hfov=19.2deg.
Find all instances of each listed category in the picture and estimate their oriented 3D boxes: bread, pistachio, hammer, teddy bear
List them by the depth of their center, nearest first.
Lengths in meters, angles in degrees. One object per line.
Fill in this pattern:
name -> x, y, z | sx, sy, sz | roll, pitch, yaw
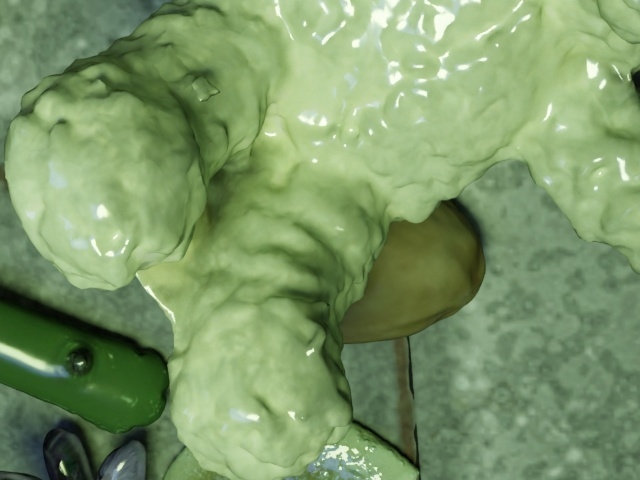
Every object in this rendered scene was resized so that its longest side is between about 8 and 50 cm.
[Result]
teddy bear -> 0.102, -0.109, 0.872 | 0.362, 0.375, 0.327 | -17, 119, 35
pistachio -> 0.000, 0.000, 1.064 | 0.185, 0.126, 0.108 | 21, 159, 1
hammer -> -0.250, 0.043, 1.138 | 0.335, 0.119, 0.206 | 22, 103, -6
bread -> -0.043, 0.165, 1.181 | 0.112, 0.036, 0.193 | 45, 116, -6

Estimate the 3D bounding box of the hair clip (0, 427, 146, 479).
hair clip -> -0.123, 0.233, 1.192 | 0.137, 0.090, 0.278 | 4, 125, 34
